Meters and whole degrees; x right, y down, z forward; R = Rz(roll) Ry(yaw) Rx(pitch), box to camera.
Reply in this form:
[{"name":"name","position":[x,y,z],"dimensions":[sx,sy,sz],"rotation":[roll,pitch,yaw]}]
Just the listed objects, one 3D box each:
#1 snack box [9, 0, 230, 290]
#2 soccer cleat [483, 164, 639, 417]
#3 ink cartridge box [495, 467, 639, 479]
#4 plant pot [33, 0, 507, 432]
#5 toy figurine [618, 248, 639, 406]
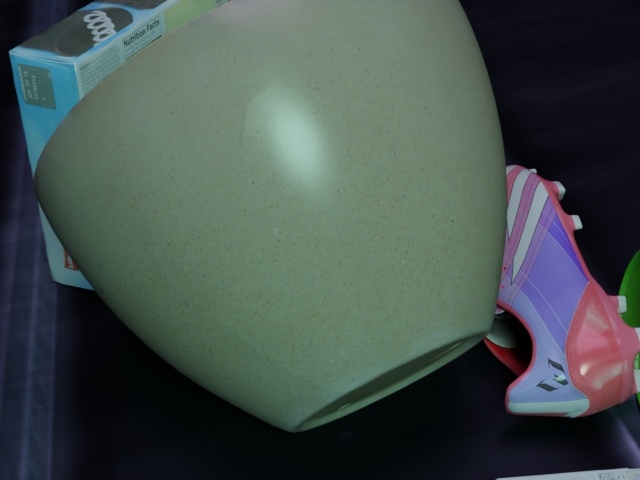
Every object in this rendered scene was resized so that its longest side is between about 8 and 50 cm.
[{"name":"snack box","position":[-0.116,-0.122,0.850],"dimensions":[0.060,0.187,0.322],"rotation":[12,35,20]},{"name":"soccer cleat","position":[0.137,0.025,0.719],"dimensions":[0.095,0.083,0.248],"rotation":[-10,36,-5]},{"name":"ink cartridge box","position":[0.155,0.154,0.560],"dimensions":[0.115,0.029,0.063],"rotation":[-3,33,-5]},{"name":"plant pot","position":[0.000,0.000,0.625],"dimensions":[0.284,0.284,0.191],"rotation":[-20,73,-26]},{"name":"toy figurine","position":[0.289,0.063,0.654],"dimensions":[0.159,0.130,0.173],"rotation":[12,8,-5]}]
